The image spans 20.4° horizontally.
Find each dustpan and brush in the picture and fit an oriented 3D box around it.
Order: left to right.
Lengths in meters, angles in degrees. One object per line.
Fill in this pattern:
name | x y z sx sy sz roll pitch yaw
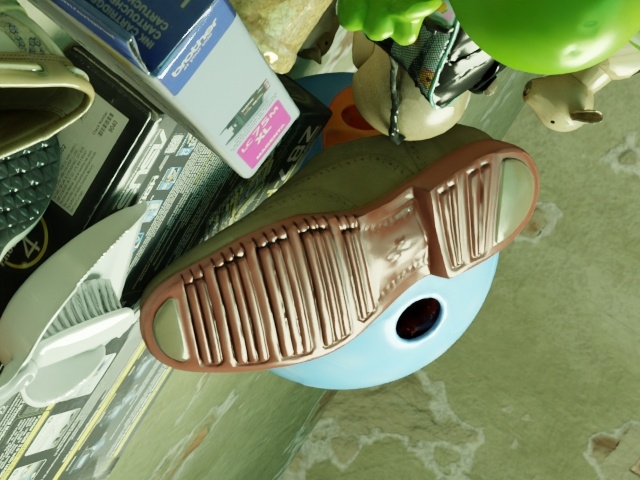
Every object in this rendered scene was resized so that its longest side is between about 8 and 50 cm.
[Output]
dustpan and brush | -0.185 0.071 1.178 0.211 0.060 0.147 -26 147 -43

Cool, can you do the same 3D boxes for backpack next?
backpack | 0.109 -0.202 1.146 0.166 0.144 0.188 -33 168 -23

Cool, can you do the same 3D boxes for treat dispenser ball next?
treat dispenser ball | 0.020 -0.009 1.616 0.288 0.288 0.288 -51 169 -14

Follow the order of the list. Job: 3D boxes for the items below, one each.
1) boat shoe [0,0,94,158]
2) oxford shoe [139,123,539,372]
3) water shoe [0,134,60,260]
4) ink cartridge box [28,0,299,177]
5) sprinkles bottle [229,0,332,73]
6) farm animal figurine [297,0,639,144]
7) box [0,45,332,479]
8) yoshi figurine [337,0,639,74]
boat shoe | -0.228 -0.059 0.926 0.285 0.089 0.104 -41 164 -49
oxford shoe | 0.000 0.000 1.400 0.348 0.130 0.123 -21 124 -24
water shoe | -0.239 -0.009 1.139 0.073 0.080 0.203 54 45 -37
ink cartridge box | -0.115 -0.134 0.916 0.065 0.186 0.311 -51 169 0
sprinkles bottle | 0.027 -0.290 1.219 0.355 0.121 0.121 -54 169 6
farm animal figurine | 0.124 -0.163 1.410 0.327 0.330 0.172 -34 133 -48
box | -0.177 0.038 1.375 0.395 0.097 0.318 -58 161 17
yoshi figurine | 0.062 -0.214 0.950 0.203 0.362 0.203 -50 170 -15
